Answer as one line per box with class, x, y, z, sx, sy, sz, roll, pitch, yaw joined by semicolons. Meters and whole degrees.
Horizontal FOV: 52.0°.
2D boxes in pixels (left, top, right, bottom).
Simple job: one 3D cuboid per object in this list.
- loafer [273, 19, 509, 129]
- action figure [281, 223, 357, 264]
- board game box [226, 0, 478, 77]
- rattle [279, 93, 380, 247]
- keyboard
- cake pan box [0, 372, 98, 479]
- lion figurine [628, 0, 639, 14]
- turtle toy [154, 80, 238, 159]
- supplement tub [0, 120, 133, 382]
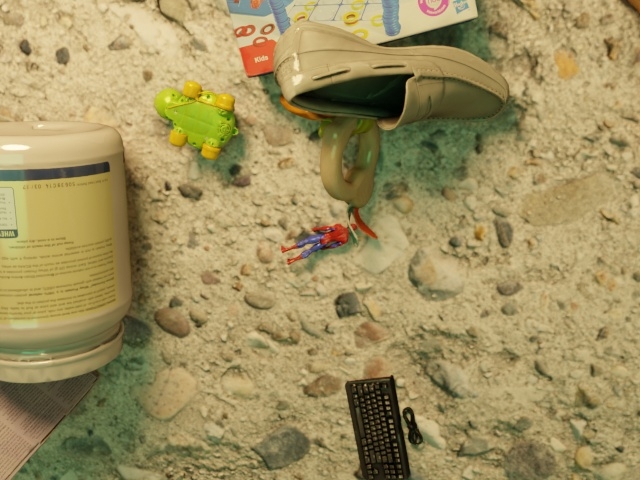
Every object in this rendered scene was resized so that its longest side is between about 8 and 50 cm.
loafer;0.096;-0.184;0.818;0.319;0.111;0.112;4;150;-18
action figure;0.000;0.000;0.970;0.115;0.030;0.038;-21;107;7
board game box;0.017;-0.392;0.829;0.308;0.086;0.302;-12;104;10
rattle;0.010;-0.095;0.924;0.142;0.130;0.200;6;133;17
keyboard;0.105;0.301;1.043;0.108;0.023;0.180;-9;105;9
cake pan box;-0.504;0.224;0.971;0.245;0.267;0.070;37;120;-5
lion figurine;0.449;-0.286;0.796;0.240;0.142;0.392;-31;85;22
turtle toy;-0.174;-0.176;0.923;0.130;0.066;0.095;22;107;1
supplement tub;-0.386;0.006;0.912;0.235;0.235;0.325;3;105;6
